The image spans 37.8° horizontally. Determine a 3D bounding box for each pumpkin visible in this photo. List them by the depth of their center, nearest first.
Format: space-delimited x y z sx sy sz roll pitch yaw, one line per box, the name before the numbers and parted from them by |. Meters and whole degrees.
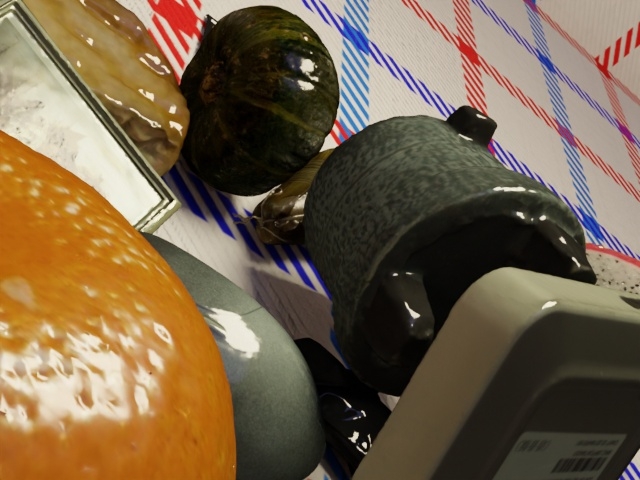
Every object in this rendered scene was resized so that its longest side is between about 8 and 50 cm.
pumpkin | -0.075 -0.161 1.094 0.157 0.223 0.224 24 40 -41

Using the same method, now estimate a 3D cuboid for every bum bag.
bum bag | 0.039 0.199 1.003 0.248 0.060 0.123 49 35 3

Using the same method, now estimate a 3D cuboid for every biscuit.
biscuit | -0.267 -0.185 1.003 0.274 0.091 0.213 26 41 -30

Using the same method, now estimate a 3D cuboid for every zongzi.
zongzi | 0.000 0.000 1.170 0.187 0.084 0.184 -43 113 -48

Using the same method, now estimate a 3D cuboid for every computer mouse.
computer mouse | -0.126 0.087 0.852 0.379 0.090 0.167 40 46 -18

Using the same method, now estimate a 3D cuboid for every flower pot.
flower pot | 0.149 0.029 1.005 0.299 0.299 0.283 26 22 -33

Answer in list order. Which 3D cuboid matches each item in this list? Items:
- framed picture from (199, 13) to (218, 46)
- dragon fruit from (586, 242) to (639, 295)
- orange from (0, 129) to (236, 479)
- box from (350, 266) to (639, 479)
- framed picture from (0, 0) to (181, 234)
framed picture | -0.093 -0.217 1.329 0.199 0.010 0.195 34 35 -24
dragon fruit | 0.366 0.170 1.299 0.305 0.226 0.305 6 47 -6
orange | -0.256 0.107 0.485 0.424 0.326 0.424 28 21 -12
box | 0.189 0.213 0.893 0.367 0.373 0.090 11 23 -44
framed picture | -0.267 -0.083 0.867 0.274 0.017 0.217 52 45 -16
